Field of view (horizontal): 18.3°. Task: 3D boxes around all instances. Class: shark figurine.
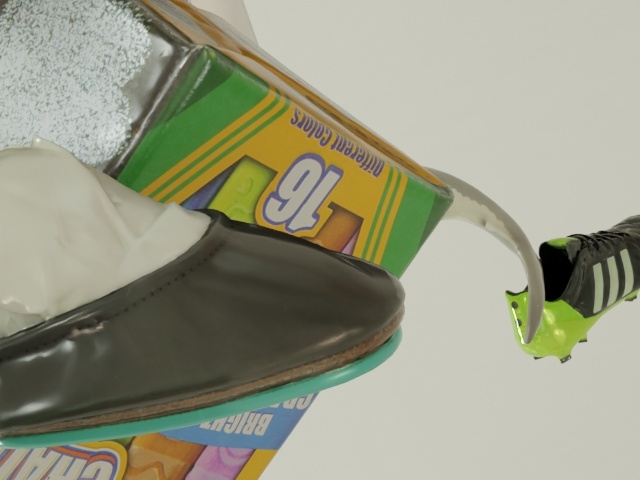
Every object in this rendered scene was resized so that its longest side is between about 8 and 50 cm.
[{"bbox_3d":[0.022,-0.019,1.237,0.116,0.278,0.166,-135,42,-56],"label":"shark figurine"}]

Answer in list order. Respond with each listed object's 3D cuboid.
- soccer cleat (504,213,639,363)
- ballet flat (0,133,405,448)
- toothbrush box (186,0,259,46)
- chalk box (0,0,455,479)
[{"bbox_3d":[0.200,0.019,1.469,0.060,0.179,0.072,1,122,44],"label":"soccer cleat"},{"bbox_3d":[-0.117,0.027,0.632,0.095,0.280,0.096,-81,-27,-70],"label":"ballet flat"},{"bbox_3d":[-0.160,-0.150,1.349,0.295,0.126,0.216,8,119,65],"label":"toothbrush box"},{"bbox_3d":[-0.123,0.032,0.804,0.180,0.289,0.179,41,-171,38],"label":"chalk box"}]
